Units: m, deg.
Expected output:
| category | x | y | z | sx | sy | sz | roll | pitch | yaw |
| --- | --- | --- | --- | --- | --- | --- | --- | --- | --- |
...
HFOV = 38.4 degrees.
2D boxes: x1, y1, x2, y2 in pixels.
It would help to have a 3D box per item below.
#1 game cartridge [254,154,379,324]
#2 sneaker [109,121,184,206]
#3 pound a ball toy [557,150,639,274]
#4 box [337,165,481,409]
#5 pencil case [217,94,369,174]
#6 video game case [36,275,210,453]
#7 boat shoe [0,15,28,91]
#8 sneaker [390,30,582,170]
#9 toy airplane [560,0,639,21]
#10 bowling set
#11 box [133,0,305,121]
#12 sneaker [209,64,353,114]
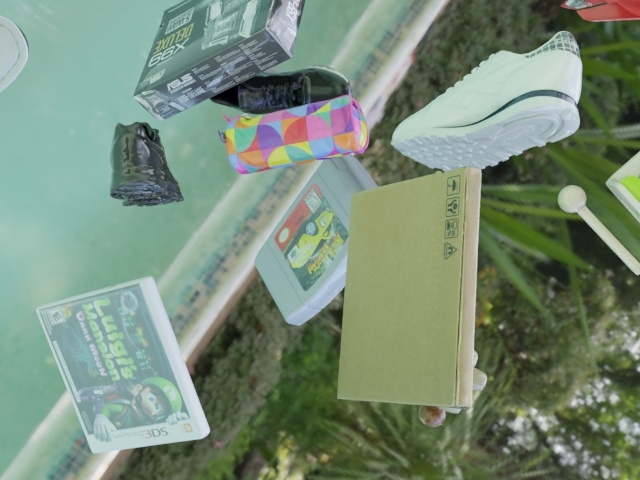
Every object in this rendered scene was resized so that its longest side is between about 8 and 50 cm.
| category | x | y | z | sx | sy | sz | roll | pitch | yaw |
| --- | --- | --- | --- | --- | --- | --- | --- | --- | --- |
| game cartridge | 0.000 | 0.000 | 1.652 | 0.060 | 0.196 | 0.294 | 14 | 120 | -44 |
| sneaker | -0.288 | -0.124 | 1.518 | 0.286 | 0.109 | 0.130 | 147 | -63 | -82 |
| pound a ball toy | 0.572 | -0.026 | 1.541 | 0.208 | 0.319 | 0.136 | -42 | 180 | 10 |
| box | 0.075 | 0.044 | 0.818 | 0.164 | 0.021 | 0.201 | -10 | -107 | 55 |
| pencil case | -0.043 | -0.172 | 1.482 | 0.104 | 0.236 | 0.104 | -7 | 90 | -74 |
| video game case | -0.228 | 0.147 | 1.049 | 0.173 | 0.190 | 0.022 | -15 | -171 | 30 |
| boat shoe | -0.472 | -0.192 | 1.081 | 0.303 | 0.114 | 0.091 | -15 | -164 | 9 |
| sneaker | 0.169 | -0.137 | 0.950 | 0.235 | 0.090 | 0.094 | -12 | -115 | 47 |
| toy airplane | 0.310 | -0.248 | 0.957 | 0.151 | 0.151 | 0.028 | -53 | 149 | -65 |
| bowling set | 0.199 | 0.261 | 1.759 | 0.287 | 0.154 | 0.200 | -86 | -162 | -76 |
| box | -0.170 | -0.363 | 1.608 | 0.307 | 0.076 | 0.242 | -18 | -136 | 33 |
| sneaker | -0.081 | -0.254 | 1.642 | 0.124 | 0.283 | 0.107 | -32 | 126 | -48 |
